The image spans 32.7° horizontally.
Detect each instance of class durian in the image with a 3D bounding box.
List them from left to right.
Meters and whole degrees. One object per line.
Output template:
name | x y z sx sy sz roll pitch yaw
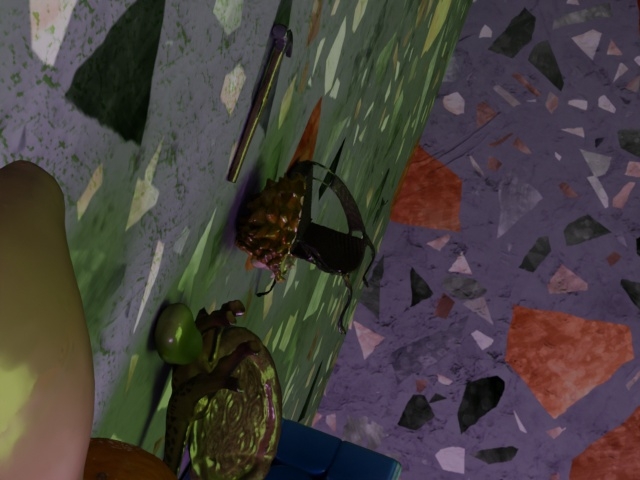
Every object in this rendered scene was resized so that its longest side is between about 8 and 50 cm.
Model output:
durian | -0.065 -0.015 1.369 0.224 0.078 0.140 129 -31 -83

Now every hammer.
hammer | -0.068 -0.150 1.217 0.062 0.017 0.182 -8 119 -80

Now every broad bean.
broad bean | -0.153 0.102 1.160 0.083 0.045 0.063 77 32 -61

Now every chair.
chair | 0.000 0.000 1.589 0.174 0.149 0.213 -58 161 -50

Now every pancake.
pancake | -0.116 0.238 1.483 0.250 0.031 0.250 -12 104 -63

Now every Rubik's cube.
Rubik's cube | -0.075 0.469 1.639 0.290 0.291 0.291 -60 168 -53

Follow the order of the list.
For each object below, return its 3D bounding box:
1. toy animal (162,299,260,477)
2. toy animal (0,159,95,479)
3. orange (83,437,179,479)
toy animal | -0.144 0.191 1.230 0.054 0.149 0.276 13 116 -38
toy animal | -0.185 0.124 0.473 0.326 0.237 0.269 94 8 -46
orange | -0.194 0.253 0.814 0.224 0.170 0.224 -56 -169 16
